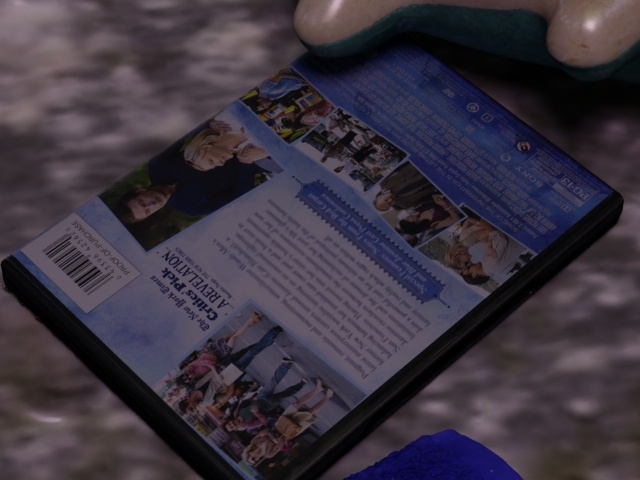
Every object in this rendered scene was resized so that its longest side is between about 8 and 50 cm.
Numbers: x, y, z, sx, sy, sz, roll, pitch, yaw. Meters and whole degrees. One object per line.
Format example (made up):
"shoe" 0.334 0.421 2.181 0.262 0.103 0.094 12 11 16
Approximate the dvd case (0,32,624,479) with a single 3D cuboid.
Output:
"dvd case" 0.000 0.000 0.756 0.253 0.022 0.180 -37 63 -27

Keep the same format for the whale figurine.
"whale figurine" 0.121 -0.142 0.810 0.272 0.141 0.216 -14 45 5

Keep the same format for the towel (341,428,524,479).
"towel" -0.032 0.181 0.531 0.308 0.076 0.227 -25 29 -17
